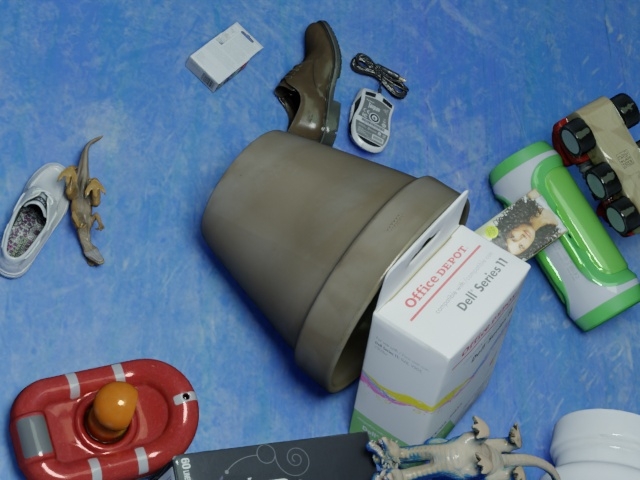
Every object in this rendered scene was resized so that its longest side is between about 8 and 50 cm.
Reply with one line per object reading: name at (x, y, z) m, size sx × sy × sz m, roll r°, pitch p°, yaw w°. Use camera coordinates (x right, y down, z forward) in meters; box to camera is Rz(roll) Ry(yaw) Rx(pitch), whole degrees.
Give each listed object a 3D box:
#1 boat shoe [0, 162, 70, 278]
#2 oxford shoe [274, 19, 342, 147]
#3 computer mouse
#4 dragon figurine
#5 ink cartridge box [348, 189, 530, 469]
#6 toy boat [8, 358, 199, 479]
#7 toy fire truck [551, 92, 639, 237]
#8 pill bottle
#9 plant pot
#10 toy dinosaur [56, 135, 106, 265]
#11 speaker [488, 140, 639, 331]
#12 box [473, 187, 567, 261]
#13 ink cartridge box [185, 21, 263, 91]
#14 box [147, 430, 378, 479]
boat shoe at (-0.381, -0.037, 1.577) m, size 0.066 × 0.063 × 0.184 m, roll 32°, pitch 56°, yaw -7°
oxford shoe at (-0.020, -0.254, 1.847) m, size 0.096 × 0.083 × 0.227 m, roll 10°, pitch 60°, yaw -16°
computer mouse at (0.080, -0.210, 1.896) m, size 0.106 × 0.042 × 0.193 m, roll 28°, pitch 51°, yaw -15°
dragon figurine at (0.184, 0.287, 1.518) m, size 0.289 × 0.144 × 0.085 m, roll 17°, pitch 59°, yaw -44°
ink cartridge box at (0.159, 0.127, 1.562) m, size 0.119 × 0.353 × 0.207 m, roll 32°, pitch 53°, yaw 20°
toy boat at (-0.257, 0.217, 1.453) m, size 0.231 × 0.151 × 0.151 m, roll -10°, pitch 70°, yaw -29°
toy fire truck at (0.472, -0.116, 1.938) m, size 0.158 × 0.246 × 0.217 m, roll -30°, pitch 88°, yaw -12°
pill bottle at (0.382, 0.431, 1.609) m, size 0.210 × 0.210 × 0.363 m, roll 23°, pitch 57°, yaw -13°
plant pot at (0.000, 0.000, 1.616) m, size 0.280 × 0.323 × 0.323 m, roll 35°, pitch 54°, yaw 14°
toy dinosaur at (-0.325, -0.071, 1.612) m, size 0.064 × 0.112 × 0.211 m, roll 1°, pitch 70°, yaw -11°
speaker at (0.390, -0.007, 1.885) m, size 0.131 × 0.131 × 0.296 m, roll -22°, pitch 76°, yaw -32°
box at (0.254, 0.022, 1.787) m, size 0.232 × 0.058 × 0.087 m, roll -37°, pitch 82°, yaw -5°
ink cartridge box at (-0.148, -0.285, 1.833) m, size 0.063 × 0.029 × 0.115 m, roll 44°, pitch 54°, yaw 2°
box at (-0.065, 0.348, 1.481) m, size 0.270 × 0.143 × 0.165 m, roll -3°, pitch 67°, yaw -27°
